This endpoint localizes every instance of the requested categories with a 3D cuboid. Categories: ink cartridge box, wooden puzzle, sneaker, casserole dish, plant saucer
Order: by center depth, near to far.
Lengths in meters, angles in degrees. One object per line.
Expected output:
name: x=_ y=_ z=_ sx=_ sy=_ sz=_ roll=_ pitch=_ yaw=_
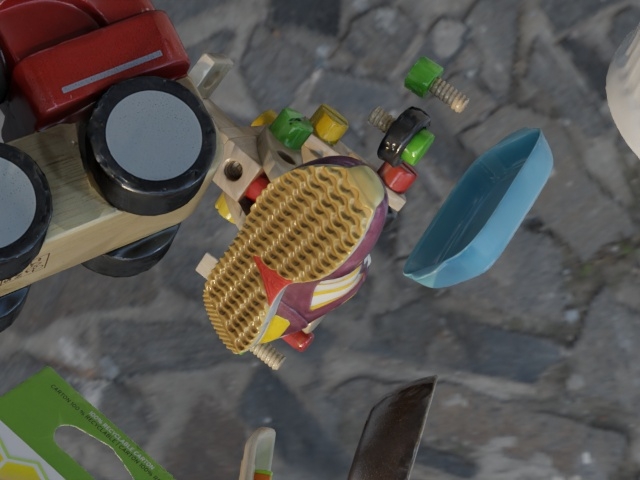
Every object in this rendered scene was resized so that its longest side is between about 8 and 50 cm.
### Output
sneaker: x=0.000 y=0.000 z=1.020 sx=0.084 sy=0.185 sz=0.070 roll=-20 pitch=76 yaw=-38
ink cartridge box: x=-0.217 y=0.175 z=1.230 sx=0.189 sy=0.097 sz=0.255 roll=38 pitch=44 yaw=17
plant saucer: x=0.032 y=0.253 z=1.399 sx=0.050 sy=0.310 sz=0.311 roll=16 pitch=77 yaw=6
casserole dish: x=0.144 y=-0.024 z=1.515 sx=0.037 sy=0.114 sz=0.188 roll=44 pitch=58 yaw=-16
wooden puzzle: x=-0.077 y=0.329 z=1.698 sx=0.044 sy=0.221 sz=0.239 roll=12 pitch=62 yaw=1

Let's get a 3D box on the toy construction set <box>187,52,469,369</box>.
toy construction set: x=-0.064 y=-0.050 z=1.612 sx=0.237 sy=0.309 sz=0.257 roll=37 pitch=44 yaw=10

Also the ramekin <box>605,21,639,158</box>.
ramekin: x=0.366 y=-0.129 z=1.284 sx=0.277 sy=0.135 sz=0.277 roll=10 pitch=41 yaw=-8

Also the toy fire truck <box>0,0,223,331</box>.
toy fire truck: x=-0.193 y=-0.077 z=0.801 sx=0.217 sy=0.158 sz=0.246 roll=-24 pitch=79 yaw=-21
